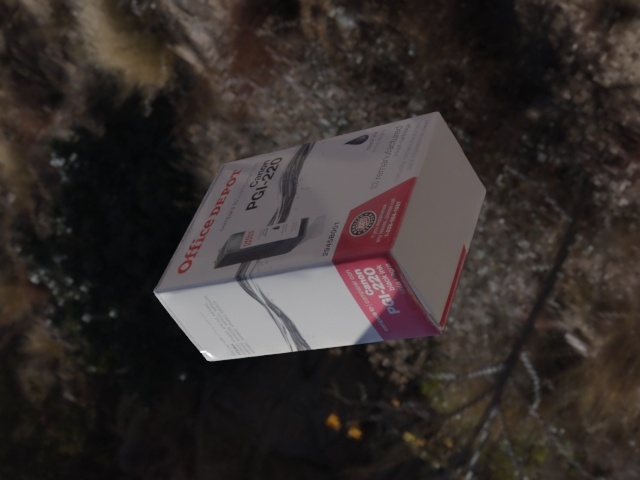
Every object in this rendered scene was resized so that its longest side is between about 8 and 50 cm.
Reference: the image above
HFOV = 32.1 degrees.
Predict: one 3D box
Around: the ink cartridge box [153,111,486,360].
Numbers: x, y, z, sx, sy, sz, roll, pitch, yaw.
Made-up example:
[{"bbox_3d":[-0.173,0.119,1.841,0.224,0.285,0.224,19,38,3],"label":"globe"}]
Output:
[{"bbox_3d":[0.000,0.000,0.865,0.217,0.159,0.092,-12,129,34],"label":"ink cartridge box"}]
